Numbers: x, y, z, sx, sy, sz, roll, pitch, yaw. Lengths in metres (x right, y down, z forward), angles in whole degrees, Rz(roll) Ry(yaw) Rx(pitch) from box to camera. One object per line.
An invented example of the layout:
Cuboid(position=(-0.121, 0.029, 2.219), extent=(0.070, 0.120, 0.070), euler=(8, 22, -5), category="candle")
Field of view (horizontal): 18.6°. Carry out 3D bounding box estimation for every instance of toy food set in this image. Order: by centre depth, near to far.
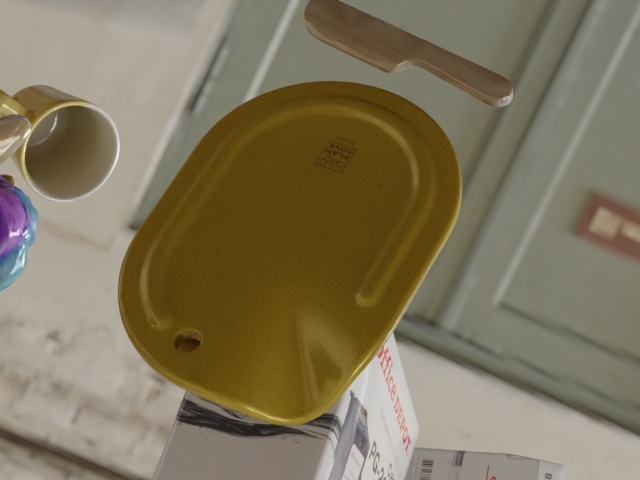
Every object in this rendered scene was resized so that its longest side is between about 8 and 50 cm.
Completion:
Cuboid(position=(0.000, 0.000, 0.888), extent=(0.128, 0.218, 0.071), euler=(21, 149, 21), category="toy food set")

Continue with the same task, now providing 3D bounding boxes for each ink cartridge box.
Cuboid(position=(-0.027, 0.161, 1.165), extent=(0.100, 0.237, 0.172), euler=(9, 148, 18), category="ink cartridge box")
Cuboid(position=(0.126, 0.216, 1.495), extent=(0.060, 0.104, 0.180), euler=(14, 170, -32), category="ink cartridge box")

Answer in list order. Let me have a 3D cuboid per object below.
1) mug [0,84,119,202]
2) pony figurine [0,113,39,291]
Cuboid(position=(-0.161, -0.069, 1.152), extent=(0.062, 0.078, 0.064), euler=(-27, -146, -19), category="mug")
Cuboid(position=(-0.291, 0.071, 0.848), extent=(0.351, 0.363, 0.303), euler=(-106, -9, -66), category="pony figurine")
